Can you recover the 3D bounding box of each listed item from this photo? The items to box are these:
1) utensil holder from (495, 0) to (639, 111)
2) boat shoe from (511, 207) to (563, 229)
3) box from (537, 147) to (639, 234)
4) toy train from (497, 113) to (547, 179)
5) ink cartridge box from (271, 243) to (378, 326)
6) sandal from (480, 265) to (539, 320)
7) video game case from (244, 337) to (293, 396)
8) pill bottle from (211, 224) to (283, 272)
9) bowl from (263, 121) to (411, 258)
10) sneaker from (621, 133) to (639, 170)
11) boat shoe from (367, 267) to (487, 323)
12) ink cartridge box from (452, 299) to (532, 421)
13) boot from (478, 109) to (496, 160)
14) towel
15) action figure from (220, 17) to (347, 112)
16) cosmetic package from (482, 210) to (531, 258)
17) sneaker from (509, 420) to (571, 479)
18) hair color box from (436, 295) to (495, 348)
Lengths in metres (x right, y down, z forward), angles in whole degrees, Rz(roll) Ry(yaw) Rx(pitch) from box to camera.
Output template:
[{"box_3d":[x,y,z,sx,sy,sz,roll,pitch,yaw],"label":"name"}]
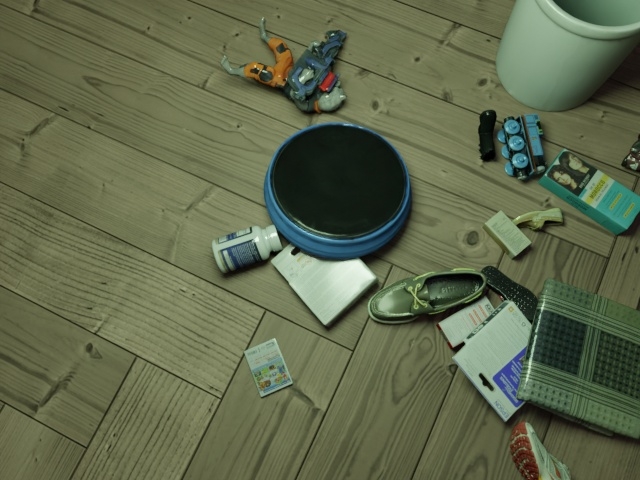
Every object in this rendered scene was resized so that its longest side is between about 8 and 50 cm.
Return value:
[{"box_3d":[0.644,-0.554,1.419,0.327,0.385,0.328,-1,76,3],"label":"utensil holder"},{"box_3d":[0.569,-0.051,1.461,0.135,0.050,0.045,-12,69,0],"label":"boat shoe"},{"box_3d":[0.709,-0.129,1.469,0.244,0.060,0.100,37,80,11],"label":"box"},{"box_3d":[0.546,-0.252,1.503,0.105,0.080,0.184,-6,75,-5],"label":"toy train"},{"box_3d":[0.010,0.080,1.447,0.181,0.056,0.225,-42,71,-1],"label":"ink cartridge box"},{"box_3d":[0.483,0.134,1.426,0.067,0.040,0.179,-38,62,-13],"label":"sandal"},{"box_3d":[-0.132,0.321,1.417,0.087,0.011,0.122,-23,75,-4],"label":"video game case"},{"box_3d":[-0.188,0.017,1.457,0.169,0.094,0.094,-18,75,0],"label":"pill bottle"},{"box_3d":[0.047,-0.143,1.457,0.391,0.077,0.391,1,64,-3],"label":"bowl"},{"box_3d":[0.874,-0.164,1.459,0.162,0.106,0.282,5,66,10],"label":"sneaker"},{"box_3d":[0.267,0.133,1.405,0.304,0.091,0.109,-13,75,-1],"label":"boat shoe"},{"box_3d":[0.447,0.289,1.354,0.208,0.045,0.206,-39,92,-10],"label":"ink cartridge box"},{"box_3d":[0.447,-0.277,1.495,0.045,0.121,0.099,-2,69,5],"label":"boot"},{"box_3d":[0.645,0.284,1.346,0.324,0.056,0.312,21,74,-5],"label":"towel"},{"box_3d":[-0.062,-0.484,1.586,0.330,0.178,0.341,34,52,4],"label":"action figure"},{"box_3d":[0.485,-0.015,1.460,0.060,0.041,0.115,-37,76,-6],"label":"cosmetic package"},{"box_3d":[0.520,0.531,1.301,0.092,0.088,0.225,-16,74,-23],"label":"sneaker"},{"box_3d":[0.370,0.205,1.405,0.141,0.043,0.072,-29,76,-4],"label":"hair color box"}]
